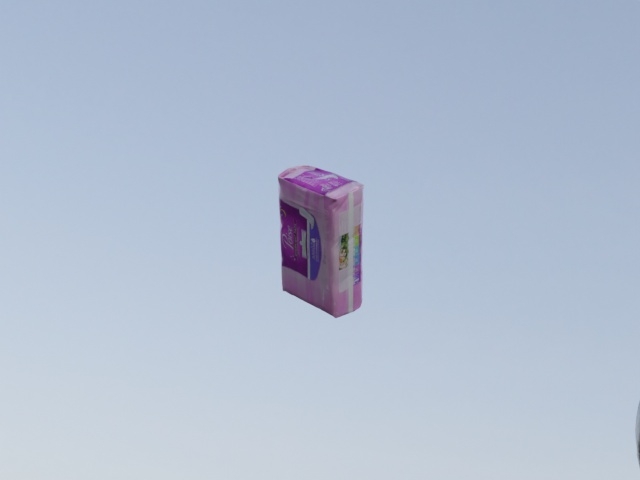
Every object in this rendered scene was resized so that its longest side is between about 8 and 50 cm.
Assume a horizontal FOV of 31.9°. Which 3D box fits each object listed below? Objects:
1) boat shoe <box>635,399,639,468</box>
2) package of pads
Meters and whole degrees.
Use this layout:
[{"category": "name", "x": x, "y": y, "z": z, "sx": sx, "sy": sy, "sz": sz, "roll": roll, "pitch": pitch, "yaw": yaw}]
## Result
[{"category": "boat shoe", "x": 0.160, "y": 0.049, "z": 0.261, "sx": 0.123, "sy": 0.116, "sz": 0.324, "roll": -18, "pitch": -29, "yaw": -4}, {"category": "package of pads", "x": 0.000, "y": 0.000, "z": 0.664, "sx": 0.050, "sy": 0.032, "sz": 0.083, "roll": 23, "pitch": -54, "yaw": 38}]
